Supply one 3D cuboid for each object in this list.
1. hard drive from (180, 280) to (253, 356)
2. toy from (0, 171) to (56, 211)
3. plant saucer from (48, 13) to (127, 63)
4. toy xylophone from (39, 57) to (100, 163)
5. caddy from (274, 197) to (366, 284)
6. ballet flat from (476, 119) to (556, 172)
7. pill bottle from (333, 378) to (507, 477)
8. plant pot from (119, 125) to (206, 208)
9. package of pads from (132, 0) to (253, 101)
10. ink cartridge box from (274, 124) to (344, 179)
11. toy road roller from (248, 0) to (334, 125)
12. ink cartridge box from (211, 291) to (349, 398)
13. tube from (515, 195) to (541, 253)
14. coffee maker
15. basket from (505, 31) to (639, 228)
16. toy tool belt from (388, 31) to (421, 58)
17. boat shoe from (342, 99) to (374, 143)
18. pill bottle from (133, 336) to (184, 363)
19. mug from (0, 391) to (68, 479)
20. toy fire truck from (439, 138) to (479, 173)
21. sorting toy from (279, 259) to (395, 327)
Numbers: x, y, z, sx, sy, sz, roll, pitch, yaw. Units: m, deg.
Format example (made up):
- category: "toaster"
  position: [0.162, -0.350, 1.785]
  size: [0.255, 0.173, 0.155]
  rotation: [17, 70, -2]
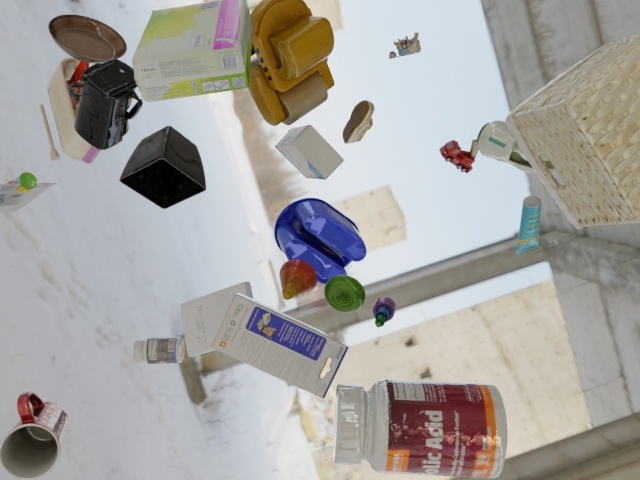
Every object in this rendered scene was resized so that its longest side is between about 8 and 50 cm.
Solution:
- category: "hard drive"
  position: [-0.382, 0.298, 2.483]
  size: [0.040, 0.319, 0.210]
  rotation: [14, 60, -59]
- category: "toy"
  position: [-0.773, -0.122, 1.637]
  size: [0.137, 0.237, 0.056]
  rotation: [-8, 84, -49]
- category: "plant saucer"
  position: [-0.611, -0.520, 1.732]
  size: [0.036, 0.199, 0.198]
  rotation: [-58, -142, 37]
- category: "toy xylophone"
  position: [-0.734, -0.374, 1.940]
  size: [0.236, 0.081, 0.322]
  rotation: [-25, -106, 45]
- category: "caddy"
  position: [0.000, 0.000, 2.340]
  size: [0.341, 0.241, 0.179]
  rotation: [35, 10, -26]
- category: "ballet flat"
  position: [0.594, -0.242, 1.811]
  size: [0.139, 0.400, 0.139]
  rotation: [-4, -95, 51]
- category: "pill bottle"
  position: [0.231, 0.453, 1.606]
  size: [0.224, 0.392, 0.224]
  rotation: [2, 90, -90]
- category: "plant pot"
  position: [-0.468, -0.233, 2.014]
  size: [0.188, 0.187, 0.167]
  rotation: [38, 42, -43]
- category: "package of pads"
  position: [-0.265, -0.410, 1.397]
  size: [0.296, 0.229, 0.101]
  rotation: [-95, 176, -50]
- category: "ink cartridge box"
  position: [-0.039, -0.239, 1.807]
  size: [0.134, 0.078, 0.231]
  rotation: [44, -8, -16]
- category: "toy road roller"
  position: [-0.066, -0.441, 1.633]
  size: [0.240, 0.202, 0.329]
  rotation: [32, -26, 49]
- category: "ink cartridge box"
  position: [-0.120, 0.310, 1.957]
  size: [0.069, 0.371, 0.175]
  rotation: [-67, -178, -88]
- category: "tube"
  position: [0.629, -0.042, 1.991]
  size: [0.207, 0.080, 0.052]
  rotation: [78, -3, -45]
- category: "coffee maker"
  position: [-0.505, -0.305, 1.508]
  size: [0.120, 0.171, 0.178]
  rotation: [57, -40, 22]
- category: "basket"
  position: [0.658, -0.242, 1.440]
  size: [0.328, 0.331, 0.266]
  rotation: [55, -7, -7]
- category: "toy tool belt"
  position: [0.207, -0.486, 1.645]
  size: [0.052, 0.083, 0.051]
  rotation: [-67, 146, -74]
- category: "boat shoe"
  position: [0.116, -0.332, 1.849]
  size: [0.170, 0.059, 0.063]
  rotation: [130, -48, -56]
- category: "pill bottle"
  position: [-0.478, 0.325, 1.953]
  size: [0.078, 0.137, 0.078]
  rotation: [-1, 90, -89]
- category: "mug"
  position: [-0.571, 0.383, 1.353]
  size: [0.169, 0.113, 0.150]
  rotation: [-160, -93, -78]
- category: "toy fire truck"
  position: [0.493, -0.287, 2.156]
  size: [0.192, 0.135, 0.047]
  rotation: [25, 35, -38]
- category: "sorting toy"
  position: [0.034, 0.175, 1.921]
  size: [0.126, 0.365, 0.127]
  rotation: [-58, 165, -58]
